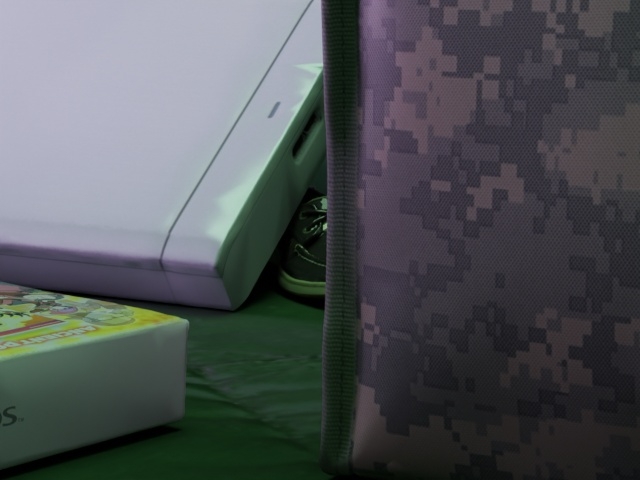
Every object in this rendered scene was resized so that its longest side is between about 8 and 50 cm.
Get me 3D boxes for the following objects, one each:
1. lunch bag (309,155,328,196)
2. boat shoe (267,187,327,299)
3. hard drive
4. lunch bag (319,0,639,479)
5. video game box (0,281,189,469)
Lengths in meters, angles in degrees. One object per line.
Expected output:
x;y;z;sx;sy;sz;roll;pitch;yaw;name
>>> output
0.039;-0.110;1.119;0.279;0.224;0.108;4;9;16;lunch bag
0.000;0.000;0.972;0.056;0.049;0.152;-1;10;-17;boat shoe
-0.165;-0.069;1.036;0.353;0.047;0.233;5;45;25;hard drive
0.130;-0.057;0.595;0.235;0.287;0.169;5;10;29;lunch bag
-0.184;0.049;0.653;0.187;0.048;0.205;6;10;39;video game box
